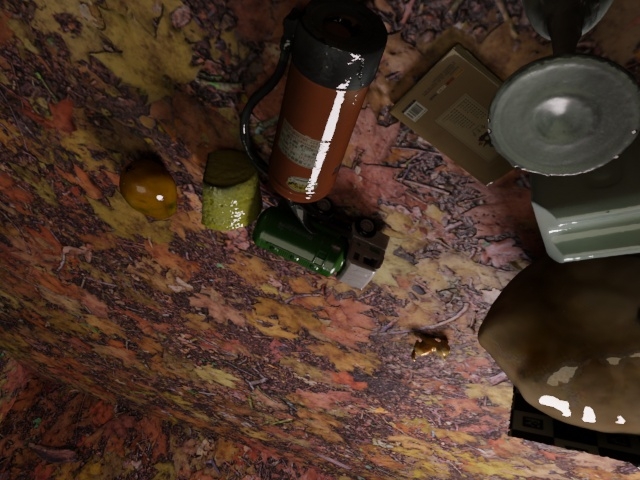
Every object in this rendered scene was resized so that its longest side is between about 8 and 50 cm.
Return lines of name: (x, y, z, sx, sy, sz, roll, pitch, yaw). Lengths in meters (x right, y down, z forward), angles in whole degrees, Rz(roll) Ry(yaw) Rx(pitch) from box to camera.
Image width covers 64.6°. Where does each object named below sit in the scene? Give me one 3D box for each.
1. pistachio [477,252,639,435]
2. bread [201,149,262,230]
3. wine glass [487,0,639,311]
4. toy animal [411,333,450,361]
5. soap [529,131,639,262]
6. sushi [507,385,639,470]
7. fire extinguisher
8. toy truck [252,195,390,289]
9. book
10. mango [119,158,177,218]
pistachio: (0.469, 0.155, 0.795, 0.445, 0.281, 0.365, 9, 159, -16)
bread: (-0.161, -0.089, 0.913, 0.111, 0.129, 0.114, -3, 137, -6)
wine glass: (0.225, -0.136, 0.497, 0.096, 0.309, 0.264, 9, 140, 19)
toy animal: (0.262, 0.258, 1.182, 0.083, 0.081, 0.060, 24, 146, 32)
soap: (0.402, -0.080, 0.587, 0.289, 0.173, 0.095, -10, 133, 29)
sushi: (0.525, 0.318, 0.910, 0.343, 0.359, 0.064, 5, 104, 22)
fire extinguisher: (-0.027, -0.181, 0.767, 0.200, 0.113, 0.376, 57, 151, 25)
toy truck: (0.000, 0.000, 0.940, 0.242, 0.125, 0.101, 23, 143, -4)
book: (0.214, -0.167, 0.712, 0.198, 0.016, 0.138, 33, 141, -15)
mango: (-0.345, -0.097, 1.020, 0.111, 0.089, 0.163, 24, 152, -5)
